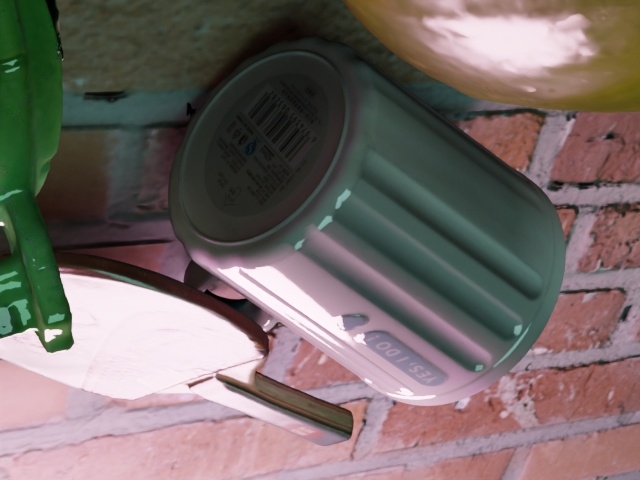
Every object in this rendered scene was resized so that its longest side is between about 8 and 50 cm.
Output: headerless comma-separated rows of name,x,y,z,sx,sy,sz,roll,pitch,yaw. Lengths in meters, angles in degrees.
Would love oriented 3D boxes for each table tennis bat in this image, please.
table tennis bat,-0.094,0.074,0.885,0.173,0.022,0.301,-20,143,39

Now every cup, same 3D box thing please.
cup,0.008,0.007,0.853,0.221,0.167,0.202,-46,134,10

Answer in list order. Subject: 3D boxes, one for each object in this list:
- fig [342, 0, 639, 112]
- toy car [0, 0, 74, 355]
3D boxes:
fig,0.137,-0.186,0.642,0.316,0.316,0.316,-18,136,-18
toy car,-0.213,-0.108,0.595,0.213,0.176,0.359,-16,135,-21
